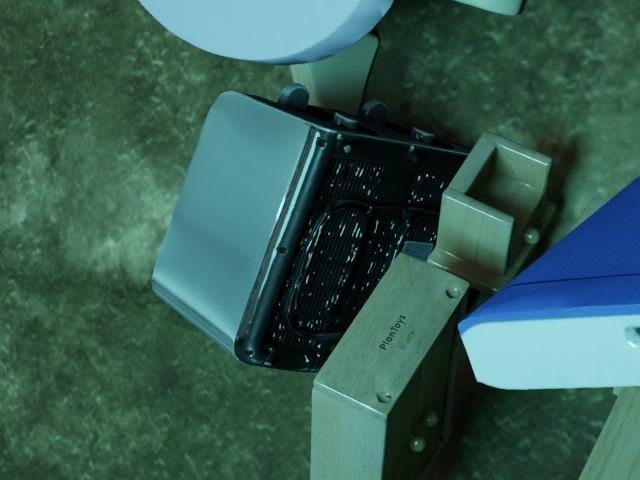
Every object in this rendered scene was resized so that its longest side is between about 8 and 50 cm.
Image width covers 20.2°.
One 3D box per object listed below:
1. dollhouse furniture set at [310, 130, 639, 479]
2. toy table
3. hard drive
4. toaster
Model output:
[{"bbox_3d":[0.181,0.150,1.017,0.355,0.303,0.174,24,146,16],"label":"dollhouse furniture set"},{"bbox_3d":[-0.003,-0.199,1.177,0.274,0.161,0.252,43,117,38],"label":"toy table"},{"bbox_3d":[0.236,-0.025,0.831,0.210,0.319,0.040,-6,111,44],"label":"hard drive"},{"bbox_3d":[0.000,0.000,1.156,0.110,0.168,0.185,31,108,41],"label":"toaster"}]
